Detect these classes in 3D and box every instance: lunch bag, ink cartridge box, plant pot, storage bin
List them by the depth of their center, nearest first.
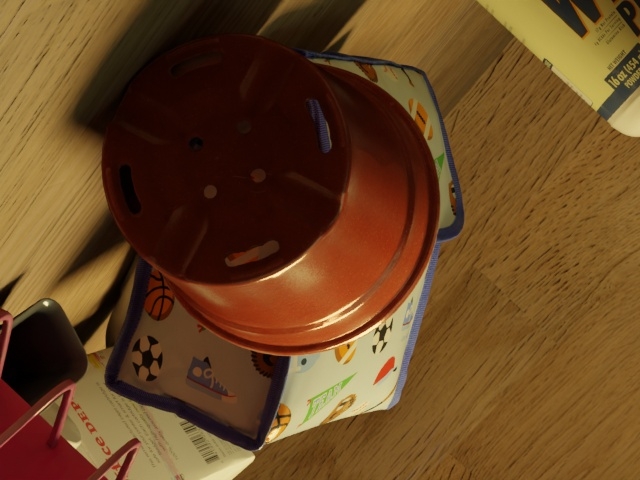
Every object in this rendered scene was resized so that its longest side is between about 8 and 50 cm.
[{"bbox_3d":[-0.049,-0.046,1.508,0.272,0.272,0.265,-47,167,2],"label":"plant pot"},{"bbox_3d":[-0.298,0.116,1.632,0.091,0.098,0.135,-14,-162,40],"label":"storage bin"},{"bbox_3d":[-0.011,-0.005,1.859,0.328,0.239,0.385,-4,111,-64],"label":"lunch bag"},{"bbox_3d":[-0.258,0.257,2.079,0.197,0.198,0.270,-43,166,26],"label":"ink cartridge box"}]

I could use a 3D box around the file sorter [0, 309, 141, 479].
[{"bbox_3d":[-0.256,0.187,1.352,0.202,0.290,0.182,-44,171,-30],"label":"file sorter"}]

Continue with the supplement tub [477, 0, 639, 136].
[{"bbox_3d":[0.261,-0.283,1.699,0.235,0.325,0.235,-46,175,-5],"label":"supplement tub"}]

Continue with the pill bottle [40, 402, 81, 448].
[{"bbox_3d":[-0.371,0.275,1.883,0.264,0.146,0.146,-47,175,7],"label":"pill bottle"}]

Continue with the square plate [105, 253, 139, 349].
[{"bbox_3d":[-0.114,-0.039,2.097,0.344,0.049,0.347,-44,175,-30],"label":"square plate"}]
